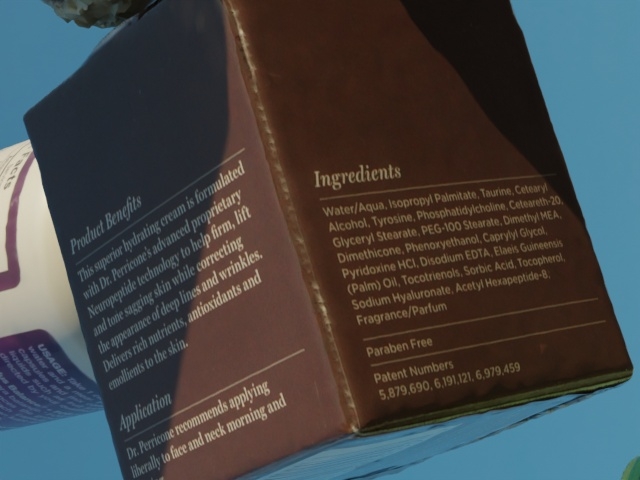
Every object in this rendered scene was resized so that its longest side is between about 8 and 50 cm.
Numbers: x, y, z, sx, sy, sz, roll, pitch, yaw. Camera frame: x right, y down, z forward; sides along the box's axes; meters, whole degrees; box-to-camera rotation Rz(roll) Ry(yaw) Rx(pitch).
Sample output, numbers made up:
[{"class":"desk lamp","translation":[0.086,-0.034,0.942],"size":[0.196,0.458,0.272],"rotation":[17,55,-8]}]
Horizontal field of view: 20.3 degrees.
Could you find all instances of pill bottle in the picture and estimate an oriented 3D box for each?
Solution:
[{"class":"pill bottle","translation":[-0.150,0.020,1.072],"size":[0.169,0.301,0.169],"rotation":[20,-116,-47]}]

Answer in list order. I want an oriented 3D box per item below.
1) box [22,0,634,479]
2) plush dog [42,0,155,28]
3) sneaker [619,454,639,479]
[{"class":"box","translation":[0.000,0.000,0.788],"size":[0.167,0.168,0.203],"rotation":[-7,-105,-40]},{"class":"plush dog","translation":[-0.017,-0.232,0.827],"size":[0.210,0.225,0.262],"rotation":[13,-125,-29]},{"class":"sneaker","translation":[0.215,0.152,0.715],"size":[0.123,0.295,0.109],"rotation":[-43,-69,0]}]
